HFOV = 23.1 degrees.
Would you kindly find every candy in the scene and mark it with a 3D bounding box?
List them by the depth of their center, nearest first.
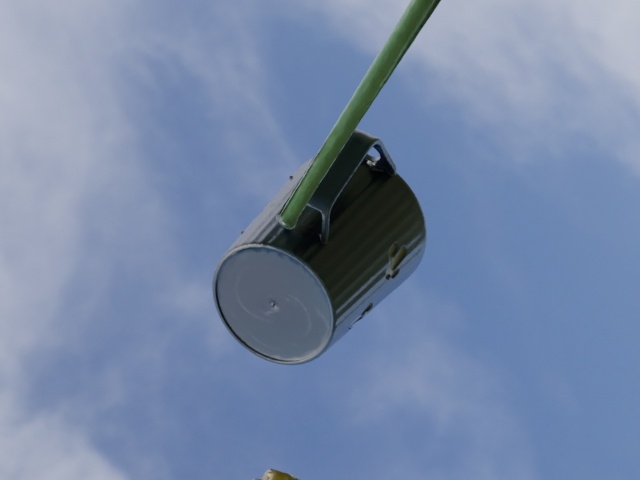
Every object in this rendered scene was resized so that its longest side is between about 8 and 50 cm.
[{"bbox_3d":[0.056,-0.142,1.143,0.093,0.092,0.335,31,-111,-1],"label":"candy"}]

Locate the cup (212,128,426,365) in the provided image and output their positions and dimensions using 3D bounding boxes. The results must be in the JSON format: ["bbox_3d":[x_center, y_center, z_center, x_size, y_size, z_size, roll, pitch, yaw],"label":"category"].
[{"bbox_3d":[0.000,0.000,1.242,0.131,0.176,0.155,23,-144,16],"label":"cup"}]

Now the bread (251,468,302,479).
[{"bbox_3d":[-0.014,0.291,1.007,0.275,0.185,0.114,52,-169,-31],"label":"bread"}]
